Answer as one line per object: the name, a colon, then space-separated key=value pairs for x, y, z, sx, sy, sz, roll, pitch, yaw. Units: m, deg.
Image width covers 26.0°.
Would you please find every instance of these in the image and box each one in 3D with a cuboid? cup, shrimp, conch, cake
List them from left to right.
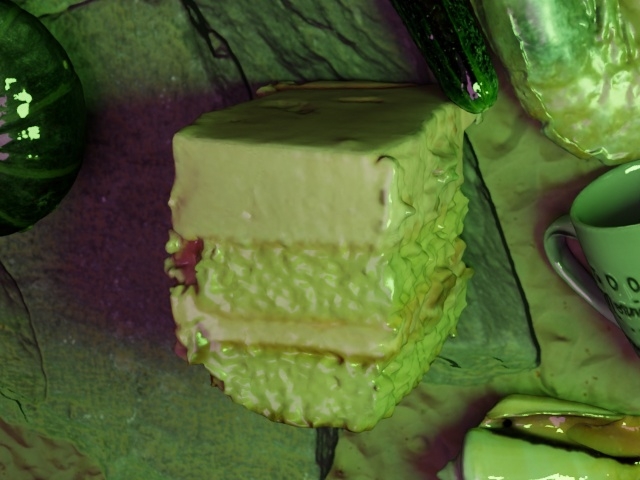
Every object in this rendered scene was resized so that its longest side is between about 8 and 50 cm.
cake: x=0.000 y=0.000 z=1.508 sx=0.293 sy=0.314 sz=0.306 roll=8 pitch=113 yaw=16
conch: x=0.264 y=0.262 z=1.640 sx=0.255 sy=0.127 sz=0.158 roll=1 pitch=80 yaw=-6
shrimp: x=0.254 y=-0.279 z=1.447 sx=0.221 sy=0.110 sz=0.445 roll=-31 pitch=102 yaw=18
cup: x=0.364 y=0.039 z=1.502 sx=0.258 sy=0.186 sz=0.234 roll=2 pitch=121 yaw=48

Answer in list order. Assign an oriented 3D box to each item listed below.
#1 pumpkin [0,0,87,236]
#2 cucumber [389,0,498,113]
pumpkin: x=-0.418 y=-0.147 z=1.640 sx=0.300 sy=0.207 sz=0.300 roll=1 pitch=112 yaw=2
cucumber: x=0.122 y=-0.242 z=1.478 sx=0.074 sy=0.074 sz=0.241 roll=-33 pitch=80 yaw=24
